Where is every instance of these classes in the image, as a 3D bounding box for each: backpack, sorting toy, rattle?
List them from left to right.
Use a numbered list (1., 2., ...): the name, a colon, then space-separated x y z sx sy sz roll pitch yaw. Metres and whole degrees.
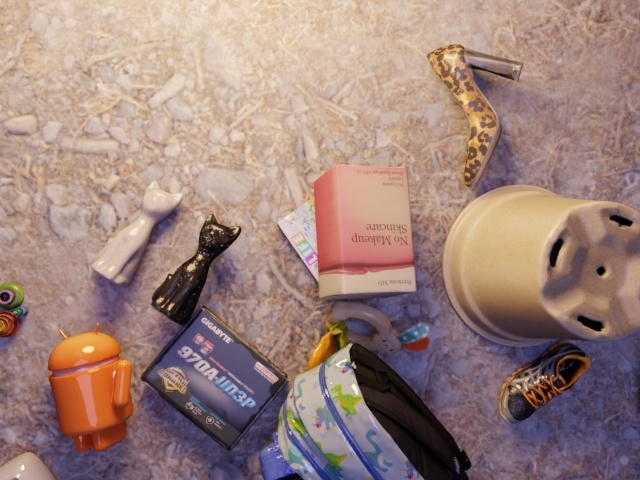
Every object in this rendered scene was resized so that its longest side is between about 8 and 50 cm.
1. sorting toy: -0.574 0.129 1.065 0.061 0.042 0.102 3 88 -7
2. backpack: -0.057 0.405 1.096 0.120 0.098 0.101 -22 63 -6
3. rattle: 0.096 0.201 1.073 0.199 0.143 0.130 24 122 3
4. backpack: 0.095 0.348 0.989 0.273 0.290 0.356 -20 116 11

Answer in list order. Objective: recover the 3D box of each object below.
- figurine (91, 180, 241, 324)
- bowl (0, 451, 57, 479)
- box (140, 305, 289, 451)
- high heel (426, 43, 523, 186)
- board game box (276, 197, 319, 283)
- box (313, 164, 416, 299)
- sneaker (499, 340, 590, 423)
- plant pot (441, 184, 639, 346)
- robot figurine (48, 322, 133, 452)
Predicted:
1. figurine: -0.284 0.013 1.075 0.214 0.092 0.209 31 78 6
2. bowl: -0.553 0.479 1.058 0.142 0.053 0.142 -35 94 -7
3. box: -0.198 0.259 1.102 0.220 0.051 0.175 41 85 -4
4. high heel: 0.273 -0.252 1.167 0.186 0.093 0.261 19 100 16
5. board game box: 0.000 0.000 1.141 0.103 0.026 0.154 -35 93 -6
6. box: 0.079 -0.011 1.073 0.148 0.127 0.233 -1 81 -19
7. sneaker: 0.446 0.284 1.160 0.215 0.083 0.084 -44 95 -4
8. plant pot: 0.429 0.049 1.050 0.333 0.305 0.334 0 89 -7
9. robot figurine: -0.409 0.260 1.040 0.128 0.158 0.220 -12 90 -29
